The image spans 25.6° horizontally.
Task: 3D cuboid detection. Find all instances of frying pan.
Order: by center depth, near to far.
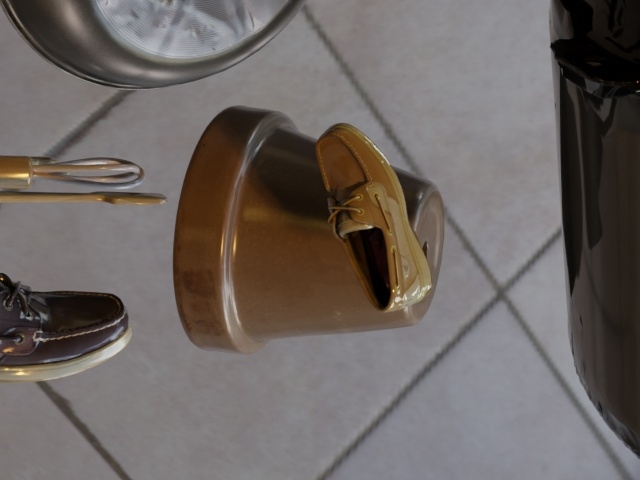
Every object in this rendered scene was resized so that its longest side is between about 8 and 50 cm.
[{"bbox_3d":[-0.012,-0.189,0.703,0.326,0.053,0.197,-30,135,-16],"label":"frying pan"}]

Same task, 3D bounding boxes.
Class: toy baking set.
[{"bbox_3d":[-0.249,-0.057,1.093,0.197,0.256,0.030,-8,106,-47],"label":"toy baking set"}]

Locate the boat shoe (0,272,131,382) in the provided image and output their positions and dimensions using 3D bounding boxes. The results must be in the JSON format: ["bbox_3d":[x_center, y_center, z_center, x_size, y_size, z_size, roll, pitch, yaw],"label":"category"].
[{"bbox_3d":[-0.316,0.076,1.329,0.285,0.103,0.092,-4,118,-22],"label":"boat shoe"}]

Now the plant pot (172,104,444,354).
[{"bbox_3d":[0.000,0.000,1.453,0.263,0.229,0.263,8,90,-72],"label":"plant pot"}]

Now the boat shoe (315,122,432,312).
[{"bbox_3d":[0.031,-0.015,0.955,0.045,0.050,0.135,-27,90,-47],"label":"boat shoe"}]

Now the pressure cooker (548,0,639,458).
[{"bbox_3d":[0.314,-0.085,0.825,0.376,0.370,0.420,-11,120,-3],"label":"pressure cooker"}]
